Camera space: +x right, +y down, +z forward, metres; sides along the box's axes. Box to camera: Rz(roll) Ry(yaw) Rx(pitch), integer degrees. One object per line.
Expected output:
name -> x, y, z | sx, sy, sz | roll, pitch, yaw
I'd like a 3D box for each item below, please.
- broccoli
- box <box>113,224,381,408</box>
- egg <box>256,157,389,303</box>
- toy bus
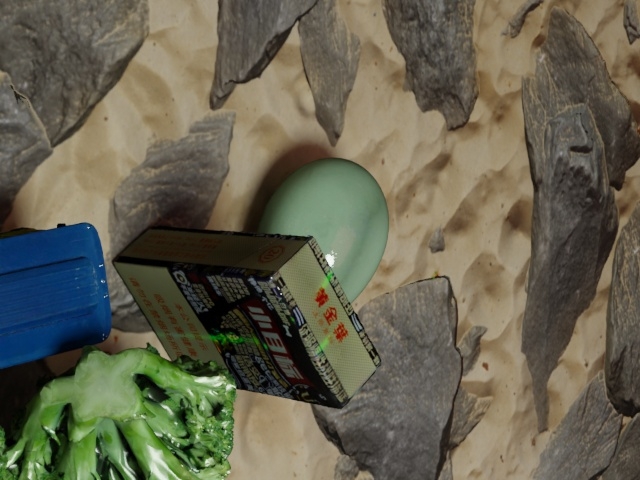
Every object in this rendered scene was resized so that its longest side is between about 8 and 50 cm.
broccoli -> -0.225, 0.220, 1.807 | 0.294, 0.265, 0.245 | -36, 150, -13
box -> -0.092, 0.087, 1.963 | 0.084, 0.310, 0.198 | -44, 120, -31
egg -> 0.000, 0.000, 2.148 | 0.168, 0.168, 0.231 | 37, 68, -38
toy bus -> -0.389, 0.068, 1.772 | 0.288, 0.175, 0.138 | -13, 98, -43
